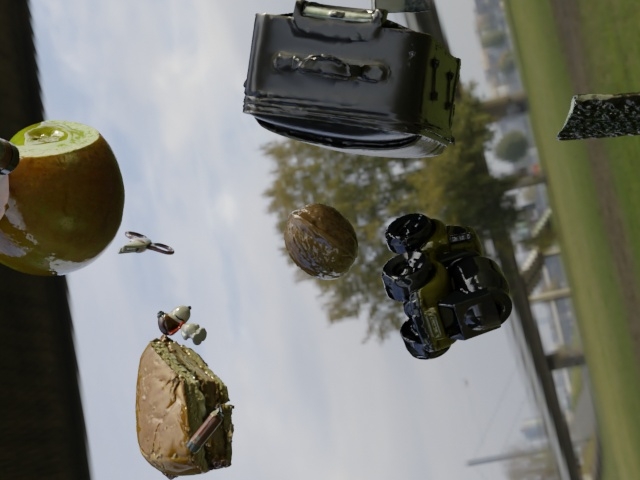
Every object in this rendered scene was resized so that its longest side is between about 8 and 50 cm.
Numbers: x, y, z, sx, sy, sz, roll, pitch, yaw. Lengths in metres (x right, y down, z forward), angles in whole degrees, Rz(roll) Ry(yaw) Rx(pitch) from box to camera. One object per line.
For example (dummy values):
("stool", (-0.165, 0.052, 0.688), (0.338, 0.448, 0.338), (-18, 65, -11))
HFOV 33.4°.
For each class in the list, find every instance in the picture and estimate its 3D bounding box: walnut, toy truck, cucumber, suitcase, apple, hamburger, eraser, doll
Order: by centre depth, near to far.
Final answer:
("toy truck", (0.184, 0.053, 1.514), (0.224, 0.165, 0.147), (-81, -25, -57))
("walnut", (0.000, 0.000, 1.553), (0.124, 0.105, 0.105), (38, -148, -29))
("doll", (-0.206, 0.129, 1.582), (0.085, 0.058, 0.040), (52, 165, 43))
("suitcase", (0.054, -0.227, 1.583), (0.434, 0.283, 0.194), (-5, -76, -76))
("cucumber", (0.513, -0.204, 1.715), (0.077, 0.265, 0.077), (-2, -90, -81))
("eraser", (0.130, -0.443, 1.821), (0.404, 0.098, 0.096), (-86, -6, -74))
("hamburger", (-0.271, 0.334, 2.076), (0.155, 0.282, 0.245), (31, -96, -51))
("apple", (-0.652, -0.107, 2.478), (0.374, 0.374, 0.384), (48, -156, -67))

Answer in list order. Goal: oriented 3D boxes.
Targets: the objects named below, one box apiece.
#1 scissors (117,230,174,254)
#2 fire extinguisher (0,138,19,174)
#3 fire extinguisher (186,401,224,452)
("scissors", (-0.281, 0.008, 1.656), (0.176, 0.085, 0.022), (-31, -34, -82))
("fire extinguisher", (-0.467, -0.134, 1.419), (0.177, 0.050, 0.062), (38, -147, -71))
("fire extinguisher", (-0.176, 0.288, 1.651), (0.028, 0.083, 0.022), (42, -173, 39))
